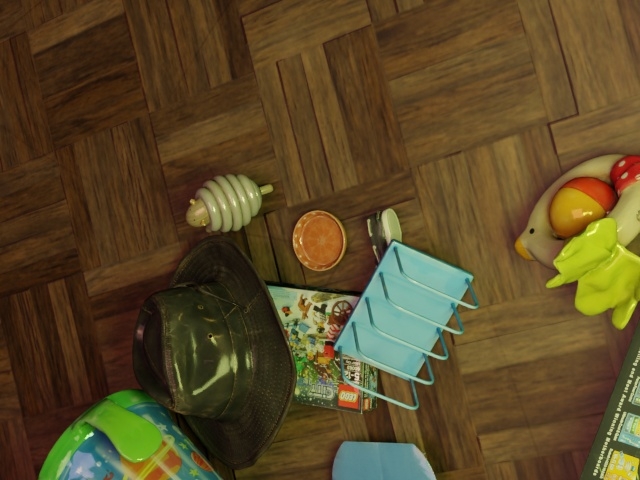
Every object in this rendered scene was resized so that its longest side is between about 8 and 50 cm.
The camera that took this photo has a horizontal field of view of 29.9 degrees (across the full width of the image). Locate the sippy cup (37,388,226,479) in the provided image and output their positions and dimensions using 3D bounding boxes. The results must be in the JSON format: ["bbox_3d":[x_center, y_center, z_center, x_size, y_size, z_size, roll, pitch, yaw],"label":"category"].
[{"bbox_3d":[-0.241,0.365,1.688,0.224,0.305,0.240,34,93,28],"label":"sippy cup"}]

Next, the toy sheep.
[{"bbox_3d":[-0.128,-0.053,1.677,0.091,0.132,0.091,51,157,32],"label":"toy sheep"}]

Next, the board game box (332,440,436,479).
[{"bbox_3d":[0.095,0.332,1.611,0.169,0.033,0.133,-5,96,36],"label":"board game box"}]

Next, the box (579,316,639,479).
[{"bbox_3d":[0.442,0.270,1.264,0.318,0.097,0.395,18,74,29],"label":"box"}]

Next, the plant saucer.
[{"bbox_3d":[0.000,0.000,1.654,0.083,0.013,0.083,3,96,31],"label":"plant saucer"}]

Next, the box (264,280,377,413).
[{"bbox_3d":[-0.030,0.142,1.664,0.233,0.044,0.159,5,96,31],"label":"box"}]

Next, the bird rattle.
[{"bbox_3d":[0.323,-0.042,1.370,0.207,0.143,0.253,11,69,57],"label":"bird rattle"}]

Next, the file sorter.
[{"bbox_3d":[0.110,0.110,1.515,0.118,0.104,0.170,23,109,-13],"label":"file sorter"}]

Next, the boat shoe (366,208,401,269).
[{"bbox_3d":[0.088,0.022,1.583,0.038,0.046,0.125,-16,83,31],"label":"boat shoe"}]

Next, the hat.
[{"bbox_3d":[-0.178,0.156,1.649,0.331,0.134,0.331,2,93,51],"label":"hat"}]
